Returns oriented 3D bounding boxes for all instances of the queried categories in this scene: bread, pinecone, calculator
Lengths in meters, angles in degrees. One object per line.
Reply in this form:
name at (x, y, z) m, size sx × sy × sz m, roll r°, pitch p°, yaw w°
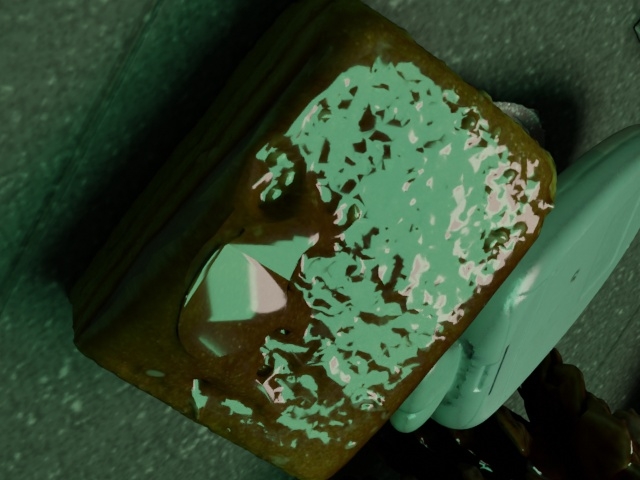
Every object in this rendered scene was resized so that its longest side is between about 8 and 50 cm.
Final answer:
bread at (0.000, 0.000, 0.879) m, size 0.184 × 0.110 × 0.234 m, roll 35°, pitch 95°, yaw -26°
pinecone at (0.130, 0.210, 1.158) m, size 0.264 × 0.264 × 0.264 m, roll -28°, pitch 141°, yaw -26°
calculator at (0.140, 0.029, 1.032) m, size 0.295 × 0.042 × 0.184 m, roll -39°, pitch 155°, yaw -37°

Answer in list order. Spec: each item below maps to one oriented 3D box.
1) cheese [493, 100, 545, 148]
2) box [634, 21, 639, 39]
cheese at (0.098, -0.002, 1.060) m, size 0.189 × 0.074 × 0.286 m, roll -56°, pitch 148°, yaw 12°
box at (0.286, -0.160, 1.132) m, size 0.125 × 0.043 × 0.089 m, roll -47°, pitch 145°, yaw -2°
